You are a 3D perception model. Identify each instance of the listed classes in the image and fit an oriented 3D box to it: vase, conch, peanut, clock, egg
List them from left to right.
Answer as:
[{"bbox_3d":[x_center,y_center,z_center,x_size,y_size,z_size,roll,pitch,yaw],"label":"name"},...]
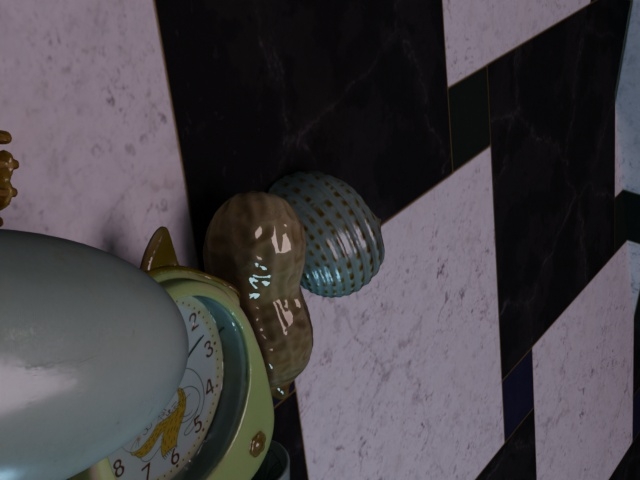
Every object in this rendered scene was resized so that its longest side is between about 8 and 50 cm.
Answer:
[{"bbox_3d":[-0.278,0.102,0.854,0.371,0.230,0.230,-4,102,-36],"label":"egg"},{"bbox_3d":[-0.188,0.165,1.135,0.286,0.117,0.348,-40,128,-44],"label":"clock"},{"bbox_3d":[-0.075,0.070,1.274,0.120,0.136,0.298,-15,121,-17],"label":"peanut"},{"bbox_3d":[-0.070,0.376,1.391,0.096,0.096,0.219,-44,135,-42],"label":"vase"},{"bbox_3d":[0.010,0.001,1.377,0.200,0.131,0.172,-39,129,-46],"label":"conch"}]

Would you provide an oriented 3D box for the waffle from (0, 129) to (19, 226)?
[{"bbox_3d":[-0.344,-0.063,0.914,0.191,0.038,0.191,-18,113,-52],"label":"waffle"}]
